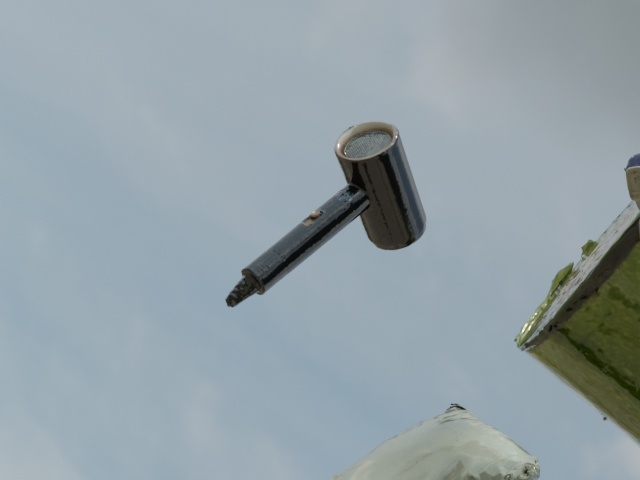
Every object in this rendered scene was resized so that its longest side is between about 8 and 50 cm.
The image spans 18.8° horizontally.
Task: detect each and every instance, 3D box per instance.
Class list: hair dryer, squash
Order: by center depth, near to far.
[{"bbox_3d":[0.405,0.118,1.823,0.384,0.263,0.263,38,-31,-2],"label":"squash"},{"bbox_3d":[0.000,0.000,1.977,0.070,0.255,0.128,26,-32,46],"label":"hair dryer"}]

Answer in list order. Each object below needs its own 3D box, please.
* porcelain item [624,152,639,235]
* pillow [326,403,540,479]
[{"bbox_3d":[0.216,0.003,1.211,0.021,0.075,0.136,-4,-71,23],"label":"porcelain item"},{"bbox_3d":[0.014,0.173,1.142,0.051,0.229,0.128,61,-8,-19],"label":"pillow"}]
